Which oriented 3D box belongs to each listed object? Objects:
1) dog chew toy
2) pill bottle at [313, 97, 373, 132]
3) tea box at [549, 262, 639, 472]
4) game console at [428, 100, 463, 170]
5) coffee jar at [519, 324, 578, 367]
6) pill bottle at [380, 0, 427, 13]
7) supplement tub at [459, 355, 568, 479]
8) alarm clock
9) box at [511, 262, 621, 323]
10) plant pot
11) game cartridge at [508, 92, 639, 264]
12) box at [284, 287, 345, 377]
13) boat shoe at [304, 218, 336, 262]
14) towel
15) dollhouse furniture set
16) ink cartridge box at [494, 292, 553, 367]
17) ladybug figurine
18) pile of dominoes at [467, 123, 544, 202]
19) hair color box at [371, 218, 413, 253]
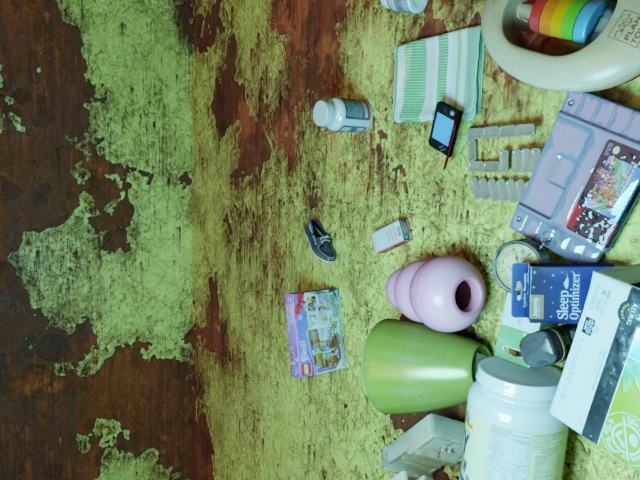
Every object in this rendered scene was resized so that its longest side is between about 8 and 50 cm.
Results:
[{"bbox_3d":[0.301,0.142,1.675,0.332,0.206,0.207,0,94,62],"label":"dog chew toy"},{"bbox_3d":[0.071,-0.409,1.947,0.108,0.180,0.108,7,99,54],"label":"pill bottle"},{"bbox_3d":[0.671,0.255,1.138,0.323,0.220,0.329,29,116,49],"label":"tea box"},{"bbox_3d":[0.332,-0.288,1.642,0.124,0.085,0.144,39,140,33],"label":"game console"},{"bbox_3d":[0.538,0.233,1.351,0.096,0.184,0.079,-37,63,50],"label":"coffee jar"},{"bbox_3d":[0.243,-0.714,1.764,0.137,0.078,0.078,33,119,49],"label":"pill bottle"},{"bbox_3d":[0.465,0.464,1.435,0.235,0.235,0.325,15,105,53],"label":"supplement tub"},{"bbox_3d":[0.486,0.048,1.404,0.129,0.064,0.192,55,134,26],"label":"alarm clock"},{"bbox_3d":[0.543,0.118,1.334,0.225,0.036,0.136,0,104,15],"label":"box"},{"bbox_3d":[0.311,0.350,1.649,0.293,0.274,0.275,-8,87,41],"label":"plant pot"},{"bbox_3d":[0.587,-0.133,1.327,0.230,0.068,0.355,38,124,38],"label":"game cartridge"},{"bbox_3d":[-0.018,0.323,2.126,0.057,0.201,0.293,-8,86,54],"label":"box"},{"bbox_3d":[0.000,0.000,2.179,0.206,0.075,0.065,56,138,41],"label":"boat shoe"},{"bbox_3d":[0.326,-0.461,1.709,0.325,0.038,0.248,10,101,54],"label":"towel"},{"bbox_3d":[0.306,0.712,1.599,0.256,0.362,0.394,-54,23,40],"label":"dollhouse furniture set"},{"bbox_3d":[0.507,0.196,1.466,0.109,0.062,0.209,15,95,53],"label":"ink cartridge box"},{"bbox_3d":[0.546,-0.456,1.268,0.449,0.162,0.305,45,113,45],"label":"ladybug figurine"},{"bbox_3d":[0.478,-0.197,1.540,0.251,0.040,0.196,14,109,61],"label":"pile of dominoes"},{"bbox_3d":[0.225,-0.012,1.889,0.141,0.043,0.072,-29,70,53],"label":"hair color box"}]
